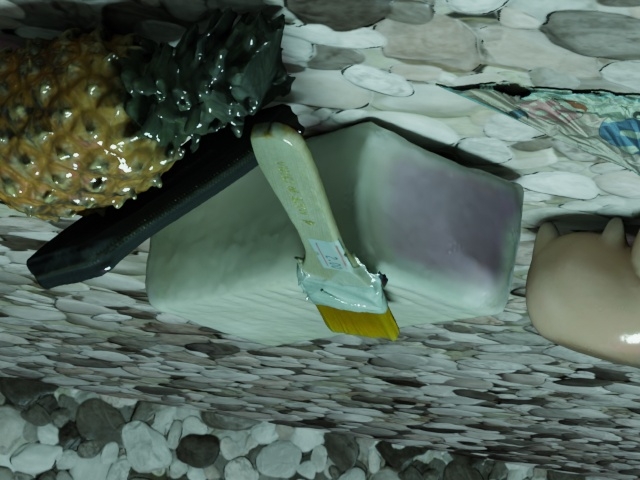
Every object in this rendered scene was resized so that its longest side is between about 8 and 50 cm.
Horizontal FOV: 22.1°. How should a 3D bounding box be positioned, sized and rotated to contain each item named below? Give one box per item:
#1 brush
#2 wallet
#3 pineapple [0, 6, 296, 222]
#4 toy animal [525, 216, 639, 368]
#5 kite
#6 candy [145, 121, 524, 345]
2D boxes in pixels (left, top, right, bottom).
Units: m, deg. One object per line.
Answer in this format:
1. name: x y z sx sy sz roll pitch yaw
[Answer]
1. brush: 0.000 0.000 1.342 0.085 0.020 0.336 9 153 21
2. wallet: -0.126 -0.042 1.378 0.250 0.044 0.149 -37 -166 -29
3. pineapple: -0.134 -0.112 1.254 0.279 0.157 0.158 -17 156 28
4. toy animal: 0.322 0.051 1.620 0.250 0.154 0.166 -7 153 31
5. kite: 0.297 -0.098 1.337 0.406 0.014 0.368 4 166 8
6. candy: 0.003 0.005 1.584 0.208 0.145 0.359 19 160 -40
